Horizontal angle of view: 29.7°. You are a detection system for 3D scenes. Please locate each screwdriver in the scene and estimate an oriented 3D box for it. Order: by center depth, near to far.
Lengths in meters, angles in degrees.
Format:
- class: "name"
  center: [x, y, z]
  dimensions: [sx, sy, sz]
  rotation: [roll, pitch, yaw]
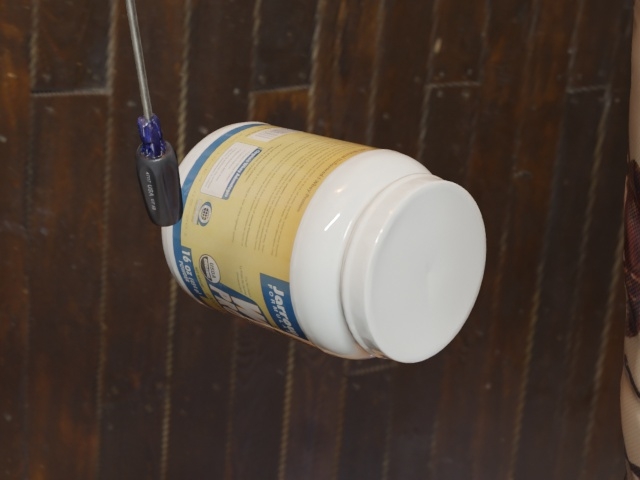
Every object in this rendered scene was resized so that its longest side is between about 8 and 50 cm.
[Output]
- class: "screwdriver"
  center: [-0.088, -0.072, 0.595]
  dimensions: [0.024, 0.025, 0.170]
  rotation: [-31, 138, -25]

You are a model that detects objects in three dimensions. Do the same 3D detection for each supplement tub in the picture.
- class: "supplement tub"
  center: [0.000, 0.000, 0.844]
  dimensions: [0.144, 0.200, 0.144]
  rotation: [-16, 113, -42]

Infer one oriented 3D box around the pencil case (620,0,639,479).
- class: "pencil case"
  center: [0.226, -0.005, 0.536]
  dimensions: [0.160, 0.183, 0.410]
  rotation: [-14, 112, -32]
